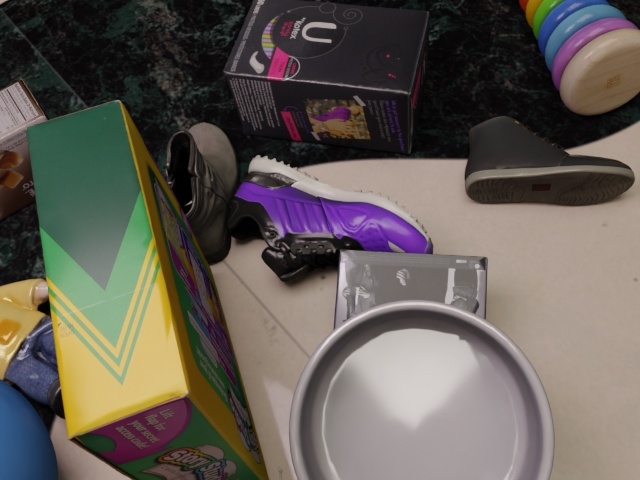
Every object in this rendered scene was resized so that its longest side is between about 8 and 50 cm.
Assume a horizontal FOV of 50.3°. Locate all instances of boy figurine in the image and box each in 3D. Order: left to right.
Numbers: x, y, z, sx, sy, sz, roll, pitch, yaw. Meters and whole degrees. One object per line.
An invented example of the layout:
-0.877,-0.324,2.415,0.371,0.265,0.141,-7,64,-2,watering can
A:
-0.412,0.118,0.896,0.285,0.092,0.177,25,69,17,boy figurine

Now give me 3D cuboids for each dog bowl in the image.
0.104,0.200,0.729,0.265,0.104,0.264,-1,78,7,dog bowl

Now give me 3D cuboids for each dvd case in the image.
0.103,0.133,0.812,0.179,0.029,0.238,3,81,9,dvd case

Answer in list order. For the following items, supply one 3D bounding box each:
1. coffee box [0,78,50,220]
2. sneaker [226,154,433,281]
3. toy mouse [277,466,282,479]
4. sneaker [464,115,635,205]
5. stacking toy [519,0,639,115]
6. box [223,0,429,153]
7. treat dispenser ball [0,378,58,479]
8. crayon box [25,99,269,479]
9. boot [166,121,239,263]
-0.504,-0.107,1.010,0.246,0.141,0.098,-33,61,-13,coffee box
0.000,0.000,0.914,0.293,0.102,0.146,21,68,24,sneaker
-0.035,0.325,0.752,0.161,0.031,0.143,-11,68,-7,toy mouse
0.313,-0.119,0.946,0.222,0.083,0.118,2,60,9,sneaker
0.373,-0.349,1.057,0.141,0.141,0.330,-16,53,-2,stacking toy
0.017,-0.248,1.025,0.270,0.143,0.165,9,62,11,box
-0.420,0.264,0.693,0.288,0.288,0.288,-3,59,5,treat dispenser ball
-0.168,0.093,0.719,0.106,0.363,0.313,-18,59,-4,crayon box
-0.168,-0.103,0.951,0.083,0.161,0.246,-8,59,2,boot
